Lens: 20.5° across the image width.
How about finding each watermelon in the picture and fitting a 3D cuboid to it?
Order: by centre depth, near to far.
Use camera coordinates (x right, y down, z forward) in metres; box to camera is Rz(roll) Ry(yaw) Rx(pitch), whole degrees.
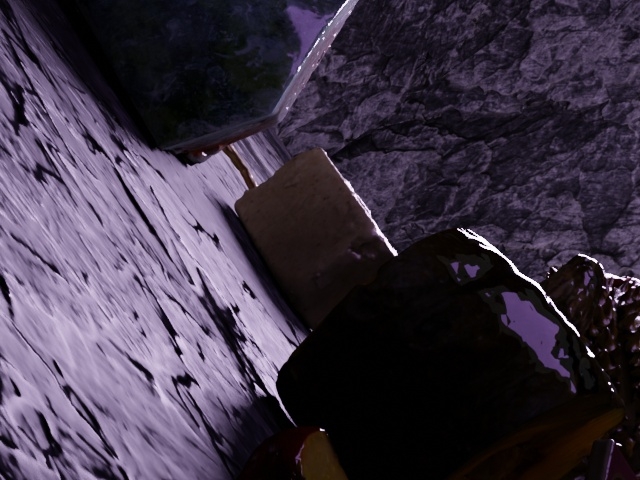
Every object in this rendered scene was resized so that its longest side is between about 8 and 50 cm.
[{"bbox_3d":[-0.089,-0.179,1.567,0.320,0.289,0.214,40,-38,40],"label":"watermelon"}]

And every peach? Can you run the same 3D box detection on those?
[{"bbox_3d":[-0.007,0.116,0.705,0.083,0.050,0.077,33,43,-57],"label":"peach"}]

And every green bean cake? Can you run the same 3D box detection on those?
[{"bbox_3d":[0.000,0.000,1.682,0.085,0.109,0.179,53,4,-39],"label":"green bean cake"}]

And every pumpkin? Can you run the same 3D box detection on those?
[{"bbox_3d":[0.105,0.093,1.171,0.139,0.221,0.317,56,4,21],"label":"pumpkin"}]

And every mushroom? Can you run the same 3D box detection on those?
[{"bbox_3d":[-0.065,-0.044,2.071,0.286,0.026,0.028,53,-13,4],"label":"mushroom"}]

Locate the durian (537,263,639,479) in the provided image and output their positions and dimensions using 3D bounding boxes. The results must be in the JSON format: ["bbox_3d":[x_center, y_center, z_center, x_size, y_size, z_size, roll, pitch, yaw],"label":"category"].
[{"bbox_3d":[0.262,0.198,1.752,0.348,0.347,0.384,55,-6,3],"label":"durian"}]

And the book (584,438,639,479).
[{"bbox_3d":[0.192,0.268,1.152,0.162,0.022,0.232,53,42,-40],"label":"book"}]
